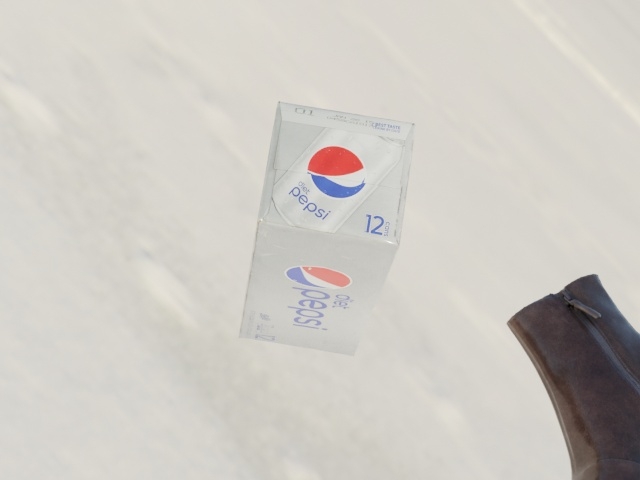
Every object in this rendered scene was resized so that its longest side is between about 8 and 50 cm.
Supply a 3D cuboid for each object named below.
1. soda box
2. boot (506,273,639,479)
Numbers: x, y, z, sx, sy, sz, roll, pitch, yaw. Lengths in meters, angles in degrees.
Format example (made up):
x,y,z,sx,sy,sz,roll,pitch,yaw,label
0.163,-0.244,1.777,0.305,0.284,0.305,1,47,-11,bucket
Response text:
x,y,z,sx,sy,sz,roll,pitch,yaw,label
0.000,0.000,1.274,0.098,0.091,0.286,9,-19,-2,soda box
0.221,0.153,1.515,0.248,0.090,0.207,-27,73,-39,boot
